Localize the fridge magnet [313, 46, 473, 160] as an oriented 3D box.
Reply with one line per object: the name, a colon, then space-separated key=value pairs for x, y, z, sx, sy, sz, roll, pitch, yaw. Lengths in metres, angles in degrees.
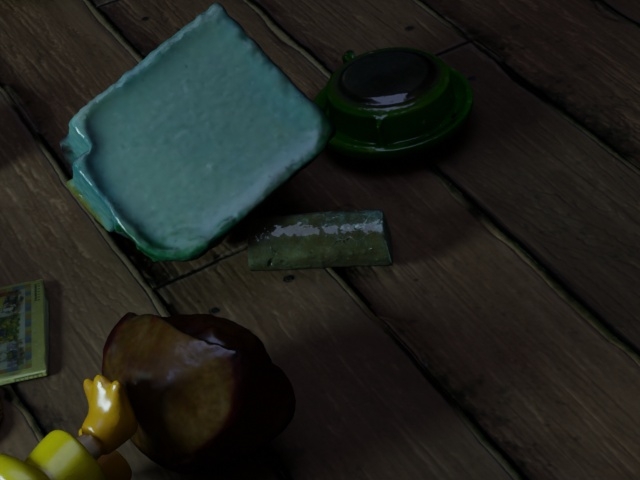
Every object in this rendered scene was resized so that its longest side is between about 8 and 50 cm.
fridge magnet: x=0.088 y=-0.173 z=2.109 sx=0.208 sy=0.088 sz=0.208 roll=-7 pitch=37 yaw=5

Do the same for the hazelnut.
hazelnut: x=-0.129 y=0.142 z=1.684 sx=0.161 sy=0.170 sz=0.202 roll=-27 pitch=50 yaw=-23

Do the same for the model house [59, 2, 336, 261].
model house: x=-0.158 y=-0.091 z=2.010 sx=0.280 sy=0.249 sz=0.230 roll=-40 pitch=83 yaw=-17

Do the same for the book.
book: x=-0.404 y=0.117 z=1.916 sx=0.192 sy=0.013 sz=0.168 roll=-12 pitch=38 yaw=-1

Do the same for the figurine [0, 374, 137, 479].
figurine: x=-0.295 y=0.271 z=1.524 sx=0.187 sy=0.215 sz=0.344 roll=19 pitch=44 yaw=29

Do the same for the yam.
yam: x=0.000 y=0.000 z=1.927 sx=0.169 sy=0.068 sz=0.068 roll=-2 pitch=38 yaw=10

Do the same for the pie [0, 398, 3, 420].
pie: x=-0.408 y=0.208 z=1.783 sx=0.170 sy=0.034 sz=0.092 roll=-20 pitch=36 yaw=-22
